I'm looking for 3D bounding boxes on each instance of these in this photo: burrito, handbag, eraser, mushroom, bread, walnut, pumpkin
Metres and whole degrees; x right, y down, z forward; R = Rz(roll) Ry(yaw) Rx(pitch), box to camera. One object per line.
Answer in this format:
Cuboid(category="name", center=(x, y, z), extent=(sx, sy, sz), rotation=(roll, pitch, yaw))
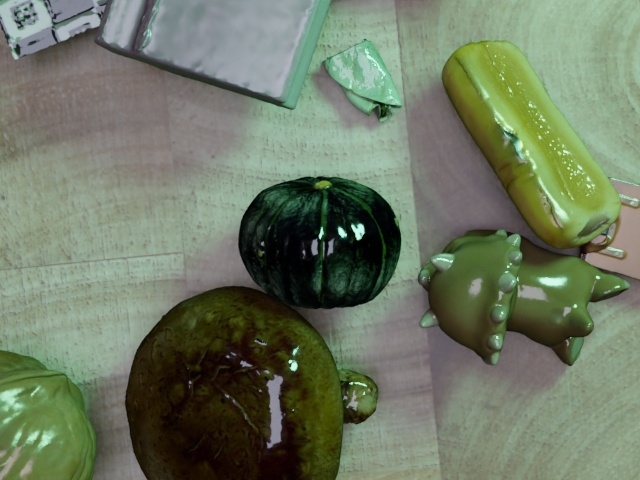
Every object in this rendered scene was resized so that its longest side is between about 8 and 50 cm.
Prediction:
Cuboid(category="burrito", center=(0.061, -0.218, 1.846), extent=(0.074, 0.044, 0.118), rotation=(-30, 87, 7))
Cuboid(category="handbag", center=(0.457, -0.003, 1.814), extent=(0.190, 0.063, 0.127), rotation=(16, 93, 0))
Cuboid(category="eraser", center=(-0.108, -0.382, 1.752), extent=(0.272, 0.122, 0.359), rotation=(19, 91, 9))
Cuboid(category="mushroom", center=(-0.117, 0.233, 1.794), extent=(0.345, 0.239, 0.345), rotation=(-7, 68, 16))
Cuboid(category="bread", center=(0.274, -0.128, 1.776), extent=(0.305, 0.142, 0.091), rotation=(60, 140, 15))
Cuboid(category="walnut", center=(-0.454, 0.291, 1.797), extent=(0.313, 0.277, 0.252), rotation=(-41, 119, 0))
Cuboid(category="pumpkin", center=(0.000, 0.000, 1.769), extent=(0.221, 0.220, 0.161), rotation=(4, 105, 5))

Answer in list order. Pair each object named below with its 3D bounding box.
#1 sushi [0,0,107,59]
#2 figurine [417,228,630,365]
Cuboid(category="sushi", center=(-0.329, -0.472, 1.860), extent=(0.343, 0.064, 0.359), rotation=(-23, 87, 1))
Cuboid(category="figurine", center=(0.251, 0.081, 1.755), extent=(0.247, 0.173, 0.177), rotation=(32, 113, 6))
